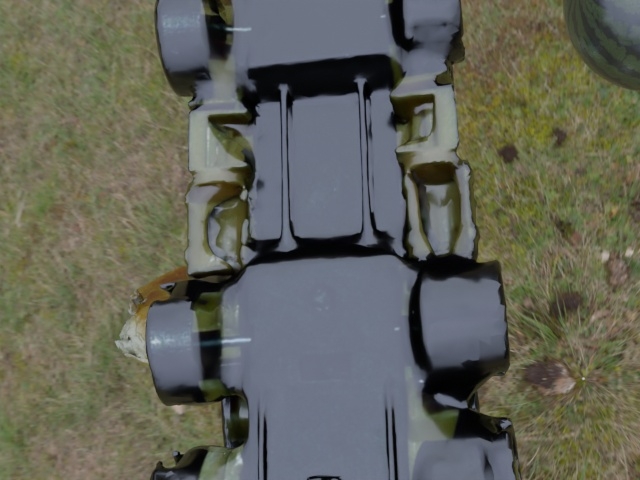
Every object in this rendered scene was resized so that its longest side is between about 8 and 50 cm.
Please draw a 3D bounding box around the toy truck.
[{"bbox_3d":[0.007,0.009,0.382,0.127,0.127,0.257,-6,77,10],"label":"toy truck"}]

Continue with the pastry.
[{"bbox_3d":[-0.199,0.112,1.540,0.236,0.257,0.120,-8,115,16],"label":"pastry"}]

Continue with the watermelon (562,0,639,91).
[{"bbox_3d":[0.378,-0.264,1.042,0.212,0.212,0.212,-2,81,15],"label":"watermelon"}]
